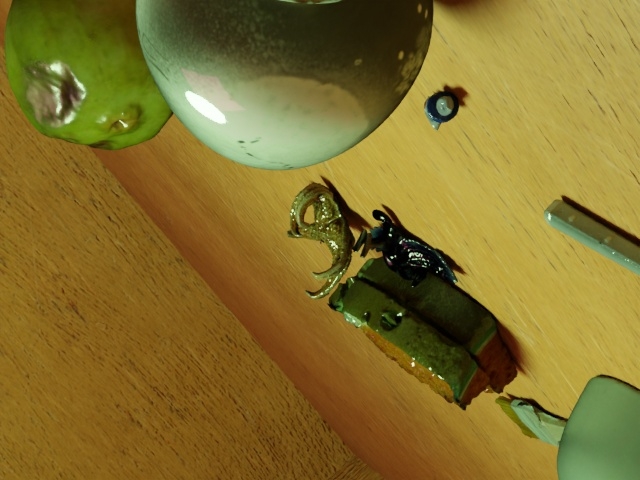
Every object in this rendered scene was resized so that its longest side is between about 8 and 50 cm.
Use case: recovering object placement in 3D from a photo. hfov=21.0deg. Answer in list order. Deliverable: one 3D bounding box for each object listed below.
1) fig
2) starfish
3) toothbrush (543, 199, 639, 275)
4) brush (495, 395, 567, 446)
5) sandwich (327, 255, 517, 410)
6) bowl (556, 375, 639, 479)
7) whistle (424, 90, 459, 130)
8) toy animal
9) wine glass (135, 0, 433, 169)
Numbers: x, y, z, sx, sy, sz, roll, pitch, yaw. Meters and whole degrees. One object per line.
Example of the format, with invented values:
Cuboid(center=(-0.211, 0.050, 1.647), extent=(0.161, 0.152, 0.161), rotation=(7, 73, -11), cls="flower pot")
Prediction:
Cuboid(center=(-0.271, -0.247, 2.082), extent=(0.239, 0.239, 0.271), rotation=(68, -179, -66), cls="fig")
Cuboid(center=(-0.001, 0.000, 2.284), extent=(0.190, 0.074, 0.146), rotation=(156, 95, -81), cls="starfish")
Cuboid(center=(0.302, 0.042, 1.403), extent=(0.342, 0.025, 0.030), rotation=(35, 168, 44), cls="toothbrush")
Cuboid(center=(0.311, 0.243, 2.217), extent=(0.085, 0.020, 0.336), rotation=(48, 169, -12), cls="brush")
Cuboid(center=(0.146, 0.122, 2.180), extent=(0.212, 0.109, 0.292), rotation=(41, 175, -17), cls="sandwich")
Cuboid(center=(0.355, 0.298, 1.878), extent=(0.289, 0.146, 0.289), rotation=(43, 170, 9), cls="bowl")
Cuboid(center=(0.108, -0.117, 1.545), extent=(0.083, 0.029, 0.033), rotation=(173, 86, -84), cls="whistle")
Cuboid(center=(0.094, 0.012, 2.100), extent=(0.108, 0.062, 0.220), rotation=(30, 177, -26), cls="toy animal")
Cuboid(center=(-0.028, -0.188, 1.259), extent=(0.238, 0.238, 0.323), rotation=(44, 160, 12), cls="wine glass")
